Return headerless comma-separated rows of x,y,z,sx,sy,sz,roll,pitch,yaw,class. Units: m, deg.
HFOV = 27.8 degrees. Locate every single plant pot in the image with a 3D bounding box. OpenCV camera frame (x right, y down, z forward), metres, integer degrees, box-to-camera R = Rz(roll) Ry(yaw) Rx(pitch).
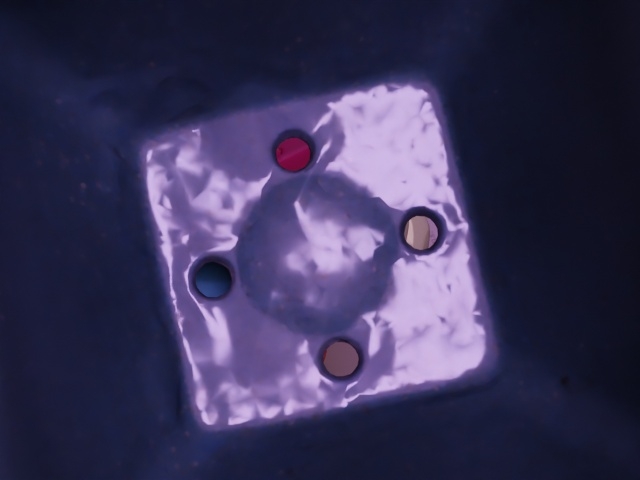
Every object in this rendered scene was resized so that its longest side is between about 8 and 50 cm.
0.000,0.000,0.431,0.252,0.247,0.247,81,-4,-88,plant pot

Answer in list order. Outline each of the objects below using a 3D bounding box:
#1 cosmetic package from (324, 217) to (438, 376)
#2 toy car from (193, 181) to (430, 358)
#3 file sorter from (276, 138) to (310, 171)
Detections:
0.042,0.037,0.978,0.183,0.151,0.151,-64,129,-79,cosmetic package
-0.038,0.018,0.646,0.182,0.159,0.136,33,71,-77,toy car
-0.006,-0.176,0.793,0.182,0.291,0.202,59,11,-28,file sorter
